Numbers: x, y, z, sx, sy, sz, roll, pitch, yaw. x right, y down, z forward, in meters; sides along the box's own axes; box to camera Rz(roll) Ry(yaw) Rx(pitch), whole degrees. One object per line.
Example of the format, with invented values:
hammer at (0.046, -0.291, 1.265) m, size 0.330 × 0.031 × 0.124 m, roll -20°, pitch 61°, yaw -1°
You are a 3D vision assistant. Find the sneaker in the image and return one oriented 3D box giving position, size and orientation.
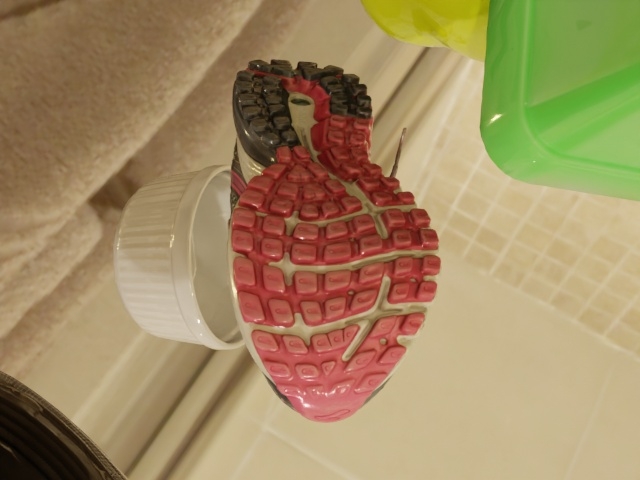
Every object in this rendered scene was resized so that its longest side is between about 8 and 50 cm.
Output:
sneaker at (0.000, 0.000, 0.661) m, size 0.121 × 0.299 × 0.112 m, roll 4°, pitch 126°, yaw -7°

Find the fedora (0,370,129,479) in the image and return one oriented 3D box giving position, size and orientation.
fedora at (-0.207, 0.205, 0.675) m, size 0.275 × 0.124 × 0.244 m, roll 46°, pitch -174°, yaw 12°

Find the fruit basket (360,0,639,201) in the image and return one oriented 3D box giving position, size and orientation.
fruit basket at (0.193, -0.198, 0.662) m, size 0.283 × 0.392 × 0.392 m, roll 9°, pitch 152°, yaw -18°

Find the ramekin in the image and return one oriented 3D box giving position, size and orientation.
ramekin at (-0.145, 0.020, 1.200) m, size 0.109 × 0.207 × 0.207 m, roll -2°, pitch 134°, yaw 23°
